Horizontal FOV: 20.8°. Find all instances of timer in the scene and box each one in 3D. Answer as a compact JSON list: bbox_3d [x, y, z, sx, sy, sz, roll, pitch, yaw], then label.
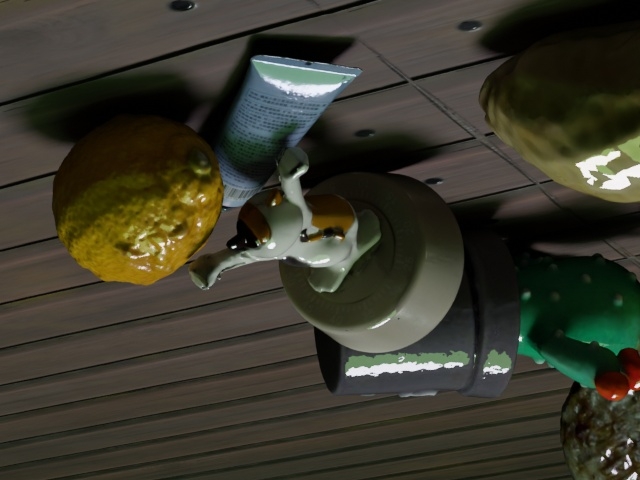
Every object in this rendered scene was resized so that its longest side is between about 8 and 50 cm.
[{"bbox_3d":[0.000,0.000,1.578,0.175,0.175,0.266,-13,164,25],"label":"timer"}]

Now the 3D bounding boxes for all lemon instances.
[{"bbox_3d":[-0.154,-0.038,1.497,0.142,0.142,0.187,9,153,-37],"label":"lemon"}]

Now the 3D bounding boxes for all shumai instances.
[{"bbox_3d":[0.577,0.273,2.499,0.395,0.395,0.348,-17,-176,34],"label":"shumai"}]

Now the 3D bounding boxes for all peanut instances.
[{"bbox_3d":[0.295,-0.109,1.367,0.340,0.158,0.174,-16,172,38],"label":"peanut"}]

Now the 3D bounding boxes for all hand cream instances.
[{"bbox_3d":[-0.049,-0.094,1.498,0.091,0.058,0.271,9,156,-16],"label":"hand cream"}]

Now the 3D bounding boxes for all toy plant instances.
[{"bbox_3d":[0.197,0.077,1.899,0.400,0.185,0.279,-4,-179,-12],"label":"toy plant"}]
